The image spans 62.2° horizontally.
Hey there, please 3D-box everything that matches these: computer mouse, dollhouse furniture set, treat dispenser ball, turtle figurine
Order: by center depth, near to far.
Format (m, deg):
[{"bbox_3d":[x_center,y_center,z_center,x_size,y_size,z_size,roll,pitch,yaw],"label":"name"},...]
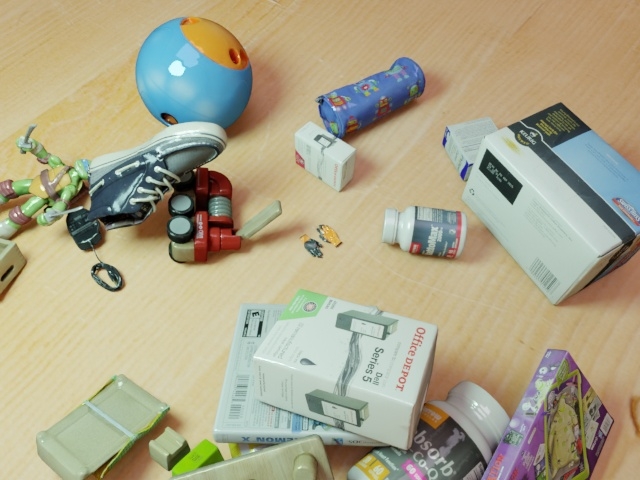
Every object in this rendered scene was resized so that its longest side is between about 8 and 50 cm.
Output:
[{"bbox_3d":[-0.342,0.411,0.966,0.301,0.152,0.197,20,38,31],"label":"dollhouse furniture set"},{"bbox_3d":[-0.662,-0.124,1.195,0.266,0.198,0.275,-29,21,2],"label":"turtle figurine"},{"bbox_3d":[-0.518,0.021,1.225,0.071,0.041,0.242,-30,70,-12],"label":"computer mouse"},{"bbox_3d":[-0.315,-0.410,1.338,0.287,0.288,0.289,0,58,0],"label":"treat dispenser ball"}]

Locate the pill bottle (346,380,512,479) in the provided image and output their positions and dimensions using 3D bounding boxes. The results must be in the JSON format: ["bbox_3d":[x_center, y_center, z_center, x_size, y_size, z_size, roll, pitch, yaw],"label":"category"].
[{"bbox_3d":[0.196,0.383,0.926,0.278,0.162,0.162,-35,65,-19],"label":"pill bottle"}]

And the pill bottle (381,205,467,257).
[{"bbox_3d":[0.233,-0.022,1.207,0.179,0.108,0.108,7,59,5],"label":"pill bottle"}]

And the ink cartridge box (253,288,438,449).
[{"bbox_3d":[0.049,0.211,0.918,0.272,0.115,0.198,12,35,17],"label":"ink cartridge box"}]

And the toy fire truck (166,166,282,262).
[{"bbox_3d":[-0.223,-0.069,1.224,0.246,0.159,0.217,1,57,-13],"label":"toy fire truck"}]

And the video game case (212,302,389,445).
[{"bbox_3d":[-0.027,0.240,1.013,0.299,0.036,0.329,1,33,1],"label":"video game case"}]

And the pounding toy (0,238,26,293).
[{"bbox_3d":[-0.752,0.072,1.166,0.130,0.100,0.141,13,49,7],"label":"pounding toy"}]

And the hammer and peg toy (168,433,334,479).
[{"bbox_3d":[-0.075,0.505,0.798,0.265,0.127,0.362,-16,86,0],"label":"hammer and peg toy"}]

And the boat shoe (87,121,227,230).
[{"bbox_3d":[-0.347,-0.126,1.129,0.340,0.127,0.158,-16,64,20],"label":"boat shoe"}]

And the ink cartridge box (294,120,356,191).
[{"bbox_3d":[0.011,-0.208,1.319,0.150,0.109,0.063,35,62,20],"label":"ink cartridge box"}]

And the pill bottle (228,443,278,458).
[{"bbox_3d":[-0.102,0.398,0.950,0.103,0.103,0.184,-17,60,-10],"label":"pill bottle"}]

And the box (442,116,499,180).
[{"bbox_3d":[0.399,-0.235,1.358,0.126,0.072,0.137,-14,59,-9],"label":"box"}]

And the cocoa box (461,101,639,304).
[{"bbox_3d":[0.526,-0.085,1.172,0.227,0.232,0.347,-26,62,-16],"label":"cocoa box"}]

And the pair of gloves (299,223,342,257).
[{"bbox_3d":[0.000,0.000,1.249,0.083,0.010,0.074,-34,64,-18],"label":"pair of gloves"}]

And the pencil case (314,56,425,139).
[{"bbox_3d":[0.131,-0.384,1.423,0.306,0.119,0.133,-30,52,-17],"label":"pencil case"}]

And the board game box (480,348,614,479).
[{"bbox_3d":[0.389,0.389,0.919,0.056,0.208,0.347,0,43,54],"label":"board game box"}]
